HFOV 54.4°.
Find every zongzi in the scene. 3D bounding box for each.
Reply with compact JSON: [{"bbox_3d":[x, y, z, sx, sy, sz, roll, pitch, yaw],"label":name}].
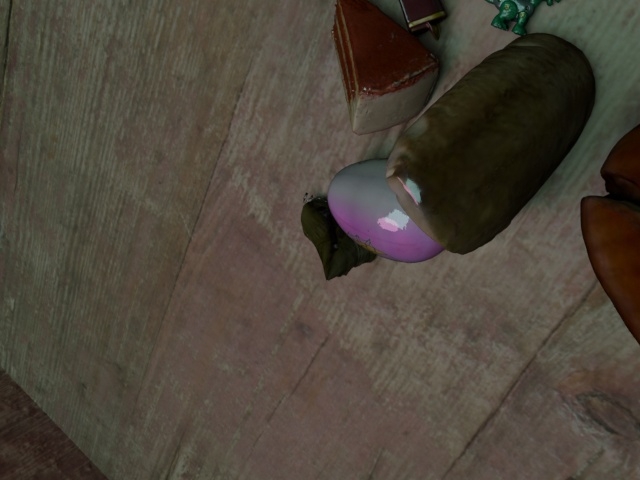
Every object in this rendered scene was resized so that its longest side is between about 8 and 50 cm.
[{"bbox_3d":[-0.002,-0.002,1.311,0.204,0.204,0.094,34,129,21],"label":"zongzi"}]

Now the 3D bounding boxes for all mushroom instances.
[{"bbox_3d":[0.274,-0.149,0.959,0.224,0.397,0.314,48,122,5],"label":"mushroom"}]

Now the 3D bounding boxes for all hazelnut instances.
[{"bbox_3d":[0.551,0.013,0.867,0.359,0.359,0.410,-38,75,36],"label":"hazelnut"}]

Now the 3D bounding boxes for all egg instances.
[{"bbox_3d":[0.138,-0.065,1.209,0.271,0.196,0.197,37,124,40],"label":"egg"}]

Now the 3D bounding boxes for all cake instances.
[{"bbox_3d":[0.067,-0.326,1.167,0.262,0.159,0.158,44,158,17],"label":"cake"}]

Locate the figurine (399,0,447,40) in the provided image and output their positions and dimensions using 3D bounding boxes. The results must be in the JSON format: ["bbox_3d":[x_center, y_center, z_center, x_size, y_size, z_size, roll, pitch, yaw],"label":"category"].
[{"bbox_3d":[0.190,-0.438,1.130,0.098,0.082,0.155,-21,93,13],"label":"figurine"}]

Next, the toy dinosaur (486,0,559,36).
[{"bbox_3d":[0.330,-0.403,1.054,0.132,0.059,0.096,27,110,15],"label":"toy dinosaur"}]
